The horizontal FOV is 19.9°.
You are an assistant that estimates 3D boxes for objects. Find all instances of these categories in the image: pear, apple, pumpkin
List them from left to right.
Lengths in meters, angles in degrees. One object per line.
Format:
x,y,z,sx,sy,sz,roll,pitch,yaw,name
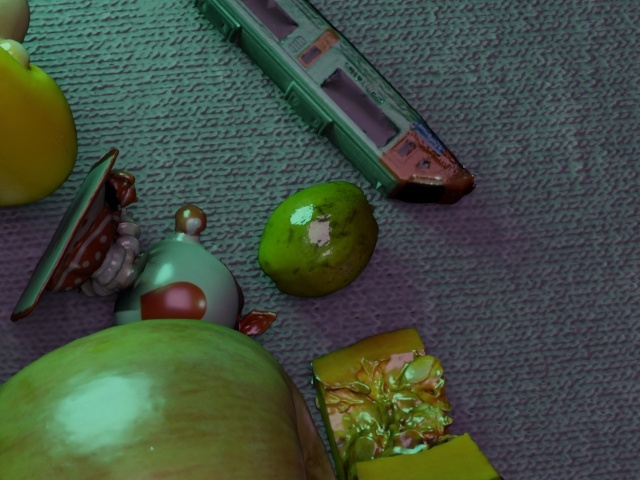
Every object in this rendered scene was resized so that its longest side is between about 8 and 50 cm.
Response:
-0.158,0.264,1.622,0.346,0.391,0.391,-18,83,3,apple
0.000,0.000,1.828,0.131,0.107,0.107,-31,85,-2,pear
0.087,0.220,1.759,0.139,0.190,0.281,-15,82,-9,pumpkin

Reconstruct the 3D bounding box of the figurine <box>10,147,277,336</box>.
-0.157,0.049,1.789,0.226,0.160,0.183,29,78,-11,figurine

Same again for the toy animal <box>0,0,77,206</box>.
-0.384,-0.139,1.762,0.277,0.345,0.247,7,44,-26,toy animal

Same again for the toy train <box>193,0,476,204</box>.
-0.009,-0.177,1.868,0.089,0.086,0.409,-43,88,-11,toy train
